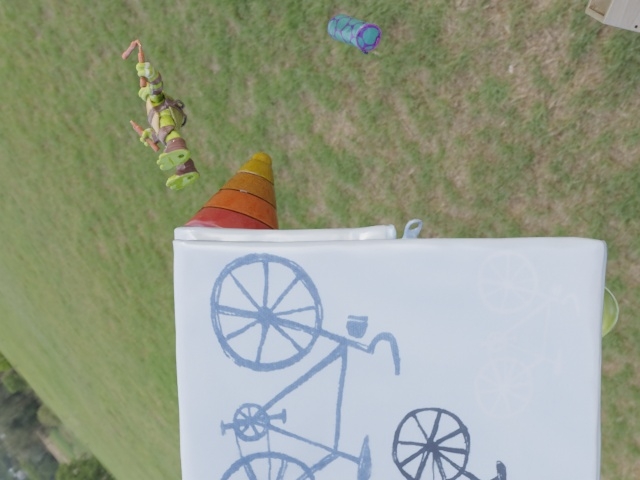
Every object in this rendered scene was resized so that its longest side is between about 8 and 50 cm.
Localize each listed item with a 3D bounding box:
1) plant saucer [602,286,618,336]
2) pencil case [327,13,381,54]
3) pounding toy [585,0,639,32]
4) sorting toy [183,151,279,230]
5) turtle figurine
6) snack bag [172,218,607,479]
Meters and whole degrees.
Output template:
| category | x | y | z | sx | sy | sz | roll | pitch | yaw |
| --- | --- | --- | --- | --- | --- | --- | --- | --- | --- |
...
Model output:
| category | x | y | z | sx | sy | sz | roll | pitch | yaw |
| --- | --- | --- | --- | --- | --- | --- | --- | --- | --- |
| plant saucer | 0.367 | 0.111 | 1.074 | 0.241 | 0.037 | 0.241 | 8 | 139 | 7 |
| pencil case | 0.077 | -0.474 | 1.460 | 0.070 | 0.064 | 0.151 | 21 | -165 | -36 |
| pounding toy | 0.560 | -0.457 | 1.151 | 0.100 | 0.141 | 0.130 | 13 | 119 | -3 |
| sorting toy | 0.000 | 0.000 | 0.835 | 0.366 | 0.126 | 0.127 | 29 | 160 | -37 |
| turtle figurine | -0.276 | -0.201 | 1.132 | 0.217 | 0.087 | 0.269 | 65 | 157 | 23 |
| snack bag | 0.056 | 0.144 | 0.501 | 0.037 | 0.343 | 0.322 | -71 | -21 | -85 |
